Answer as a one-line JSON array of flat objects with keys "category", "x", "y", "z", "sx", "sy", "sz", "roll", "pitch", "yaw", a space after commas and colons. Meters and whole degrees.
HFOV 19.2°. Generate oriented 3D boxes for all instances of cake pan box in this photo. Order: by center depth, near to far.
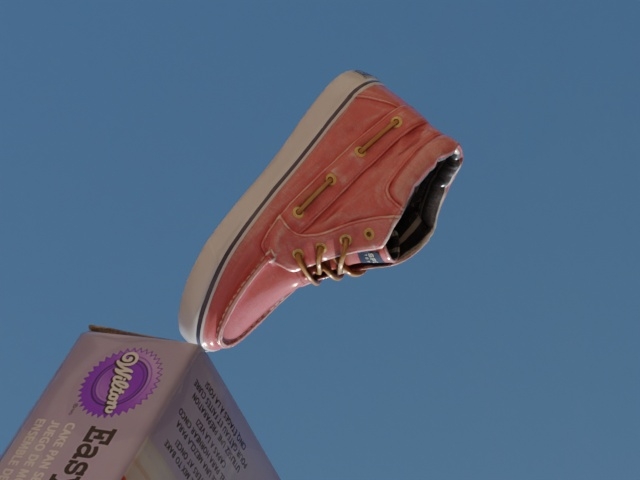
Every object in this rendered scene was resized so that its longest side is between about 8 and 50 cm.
[{"category": "cake pan box", "x": -0.074, "y": 0.211, "z": 0.733, "sx": 0.070, "sy": 0.267, "sz": 0.246, "roll": 6, "pitch": -133, "yaw": 34}]

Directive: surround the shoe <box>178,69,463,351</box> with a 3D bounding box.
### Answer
[{"category": "shoe", "x": 0.000, "y": 0.000, "z": 1.015, "sx": 0.081, "sy": 0.063, "sz": 0.178, "roll": 37, "pitch": -86, "yaw": 27}]
